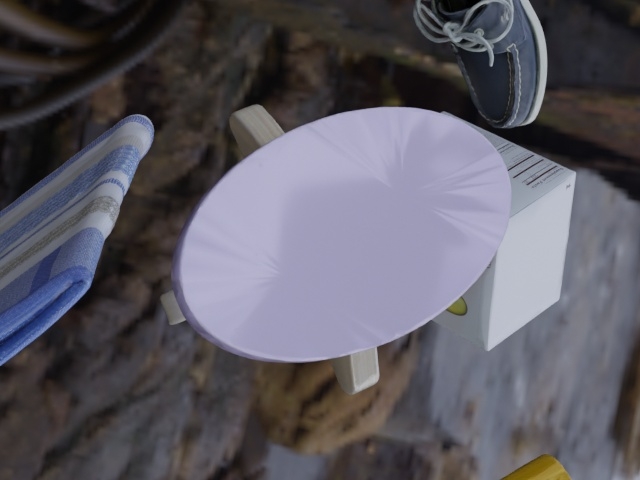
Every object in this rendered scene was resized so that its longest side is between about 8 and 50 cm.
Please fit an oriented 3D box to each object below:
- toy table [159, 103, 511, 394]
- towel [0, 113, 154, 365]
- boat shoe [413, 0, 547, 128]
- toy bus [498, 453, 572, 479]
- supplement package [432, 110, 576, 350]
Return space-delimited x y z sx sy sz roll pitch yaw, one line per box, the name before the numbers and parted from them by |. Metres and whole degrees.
toy table | 0.000 0.000 1.285 0.161 0.274 0.252 157 -79 -72
towel | -0.197 0.026 1.020 0.034 0.209 0.285 50 14 -16
boat shoe | 0.129 -0.204 1.362 0.079 0.095 0.255 -35 126 -39
toy bus | 0.122 0.252 1.307 0.104 0.191 0.202 60 24 11
supplement package | 0.175 -0.014 1.963 0.149 0.203 0.194 -31 136 -37
